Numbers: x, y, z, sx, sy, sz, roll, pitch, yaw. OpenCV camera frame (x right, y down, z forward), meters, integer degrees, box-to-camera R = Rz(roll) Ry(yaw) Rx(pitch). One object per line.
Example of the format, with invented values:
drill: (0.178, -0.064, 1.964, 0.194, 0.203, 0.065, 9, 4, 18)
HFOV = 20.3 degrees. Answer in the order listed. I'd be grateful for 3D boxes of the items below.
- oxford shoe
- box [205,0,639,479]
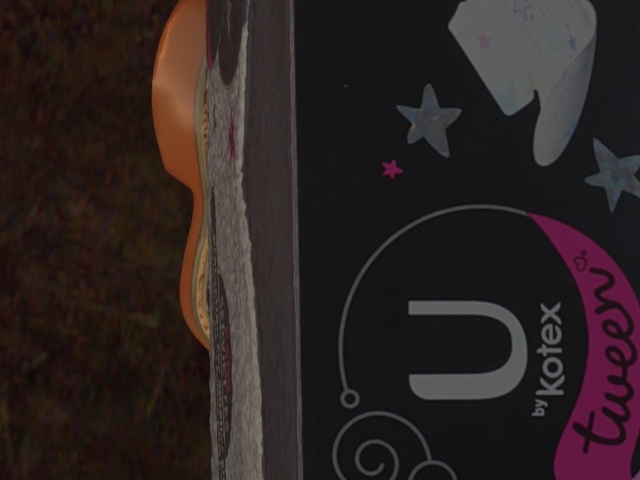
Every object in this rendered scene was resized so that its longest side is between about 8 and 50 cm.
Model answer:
oxford shoe: (0.000, 0.000, 1.031, 0.132, 0.130, 0.364, 24, 154, 22)
box: (0.043, -0.042, 0.458, 0.142, 0.163, 0.247, 2, 79, -10)
